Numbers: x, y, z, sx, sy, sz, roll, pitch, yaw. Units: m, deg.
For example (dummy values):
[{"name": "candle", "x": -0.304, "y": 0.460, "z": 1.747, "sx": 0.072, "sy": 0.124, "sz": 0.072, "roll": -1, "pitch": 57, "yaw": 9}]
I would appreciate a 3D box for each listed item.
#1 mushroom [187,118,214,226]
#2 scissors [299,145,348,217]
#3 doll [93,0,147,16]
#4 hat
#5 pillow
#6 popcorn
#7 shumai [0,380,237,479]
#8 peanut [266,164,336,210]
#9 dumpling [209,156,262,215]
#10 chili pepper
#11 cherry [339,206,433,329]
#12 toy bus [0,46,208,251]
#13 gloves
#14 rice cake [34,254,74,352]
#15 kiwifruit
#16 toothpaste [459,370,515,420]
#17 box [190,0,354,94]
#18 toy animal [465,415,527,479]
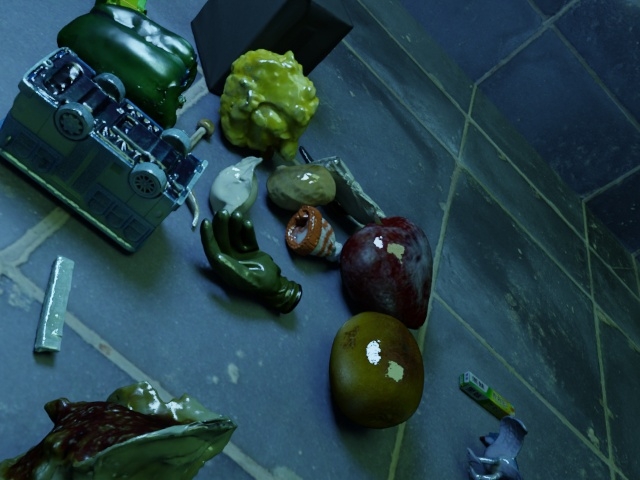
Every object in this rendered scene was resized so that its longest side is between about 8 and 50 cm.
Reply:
[{"name": "mushroom", "x": -0.268, "y": -0.156, "z": 1.398, "sx": 0.068, "sy": 0.043, "sz": 0.306, "roll": 12, "pitch": 47, "yaw": -11}, {"name": "scissors", "x": 0.007, "y": -0.156, "z": 1.730, "sx": 0.088, "sy": 0.017, "sz": 0.220, "roll": -21, "pitch": 76, "yaw": -54}, {"name": "doll", "x": -0.426, "y": -0.493, "z": 1.430, "sx": 0.106, "sy": 0.134, "sz": 0.186, "roll": 27, "pitch": 47, "yaw": -35}, {"name": "hat", "x": 0.000, "y": 0.000, "z": 1.519, "sx": 0.162, "sy": 0.093, "sz": 0.112, "roll": 29, "pitch": 63, "yaw": -40}, {"name": "pillow", "x": 0.069, "y": -0.113, "z": 1.629, "sx": 0.050, "sy": 0.148, "sz": 0.230, "roll": -48, "pitch": 114, "yaw": -13}, {"name": "popcorn", "x": -0.122, "y": -0.313, "z": 1.555, "sx": 0.192, "sy": 0.233, "sz": 0.266, "roll": -111, "pitch": -170, "yaw": -66}, {"name": "shumai", "x": -0.247, "y": 0.314, "z": 0.765, "sx": 0.292, "sy": 0.288, "sz": 0.330, "roll": 53, "pitch": 33, "yaw": 0}, {"name": "peanut", "x": -0.042, "y": -0.120, "z": 1.527, "sx": 0.140, "sy": 0.159, "sz": 0.109, "roll": -48, "pitch": 139, "yaw": -70}, {"name": "dumpling", "x": -0.166, "y": -0.115, "z": 1.387, "sx": 0.100, "sy": 0.134, "sz": 0.169, "roll": 51, "pitch": 37, "yaw": -3}, {"name": "chili pepper", "x": -0.371, "y": -0.309, "z": 1.261, "sx": 0.256, "sy": 0.233, "sz": 0.248, "roll": 31, "pitch": 23, "yaw": -15}, {"name": "cherry", "x": 0.158, "y": 0.071, "z": 1.533, "sx": 0.230, "sy": 0.203, "sz": 0.300, "roll": -27, "pitch": 97, "yaw": -61}, {"name": "toy bus", "x": -0.371, "y": -0.150, "z": 1.130, "sx": 0.312, "sy": 0.190, "sz": 0.152, "roll": 40, "pitch": 37, "yaw": -17}, {"name": "gloves", "x": -0.141, "y": 0.047, "z": 1.297, "sx": 0.268, "sy": 0.107, "sz": 0.135, "roll": 52, "pitch": 25, "yaw": -31}, {"name": "rice cake", "x": -0.403, "y": 0.097, "z": 1.013, "sx": 0.033, "sy": 0.029, "sz": 0.171, "roll": 28, "pitch": 40, "yaw": -36}, {"name": "kiwifruit", "x": 0.110, "y": 0.251, "z": 1.328, "sx": 0.196, "sy": 0.196, "sz": 0.234, "roll": 27, "pitch": 43, "yaw": -32}, {"name": "toothpaste", "x": 0.424, "y": 0.400, "z": 1.690, "sx": 0.178, "sy": 0.037, "sz": 0.043, "roll": 39, "pitch": 37, "yaw": -19}, {"name": "box", "x": -0.125, "y": -0.538, "z": 1.639, "sx": 0.204, "sy": 0.345, "sz": 0.251, "roll": 11, "pitch": 50, "yaw": -45}, {"name": "toy animal", "x": 0.414, "y": 0.490, "z": 1.495, "sx": 0.176, "sy": 0.239, "sz": 0.255, "roll": -4, "pitch": 14, "yaw": -21}]
